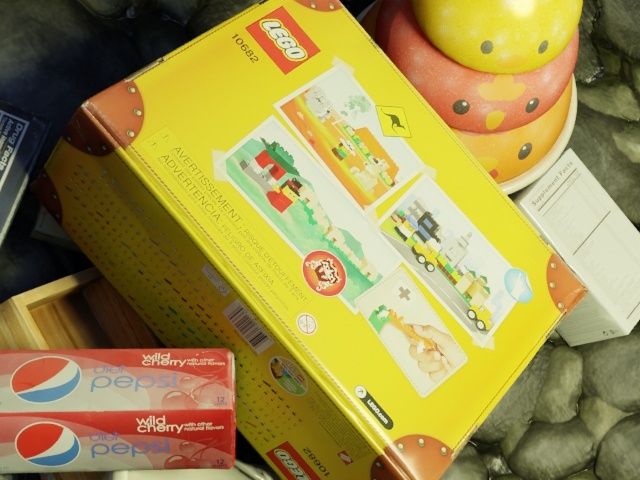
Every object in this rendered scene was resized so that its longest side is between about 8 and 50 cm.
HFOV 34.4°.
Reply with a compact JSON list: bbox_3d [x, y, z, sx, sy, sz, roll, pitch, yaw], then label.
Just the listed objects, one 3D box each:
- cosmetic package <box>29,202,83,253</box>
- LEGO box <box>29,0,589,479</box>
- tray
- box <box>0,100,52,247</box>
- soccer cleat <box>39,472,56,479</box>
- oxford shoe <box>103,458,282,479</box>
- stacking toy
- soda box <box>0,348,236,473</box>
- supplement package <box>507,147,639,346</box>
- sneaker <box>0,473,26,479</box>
[{"bbox_3d":[-0.287,-0.018,1.256,0.115,0.041,0.060,18,70,-20],"label":"cosmetic package"},{"bbox_3d":[0.000,0.000,1.139,0.500,0.193,0.372,50,51,0],"label":"LEGO box"},{"bbox_3d":[-0.208,0.234,1.152,0.411,0.076,0.203,61,23,1],"label":"tray"},{"bbox_3d":[-0.484,-0.035,1.088,0.294,0.183,0.296,24,69,-17],"label":"box"},{"bbox_3d":[-0.300,0.241,1.171,0.076,0.068,0.196,-44,100,-24],"label":"soccer cleat"},{"bbox_3d":[-0.053,0.311,1.131,0.449,0.130,0.169,36,35,-42],"label":"oxford shoe"},{"bbox_3d":[0.202,-0.285,1.279,0.350,0.480,0.351,1,69,-4],"label":"stacking toy"},{"bbox_3d":[-0.213,0.162,0.989,0.263,0.083,0.092,-1,35,-4],"label":"soda box"},{"bbox_3d":[0.361,0.013,1.499,0.139,0.134,0.244,-43,97,-27],"label":"supplement package"},{"bbox_3d":[-0.441,0.238,1.083,0.267,0.106,0.101,15,70,-23],"label":"sneaker"}]
